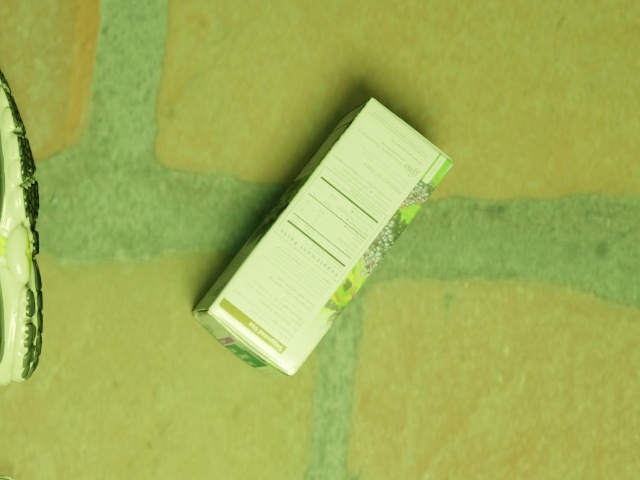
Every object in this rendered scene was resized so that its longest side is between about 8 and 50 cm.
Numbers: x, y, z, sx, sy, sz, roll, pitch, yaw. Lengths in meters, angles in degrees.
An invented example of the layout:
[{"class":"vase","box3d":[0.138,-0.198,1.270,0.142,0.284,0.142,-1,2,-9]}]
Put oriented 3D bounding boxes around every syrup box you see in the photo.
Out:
[{"class":"syrup box","box3d":[0.000,0.000,1.607,0.096,0.093,0.237,38,78,-7]}]

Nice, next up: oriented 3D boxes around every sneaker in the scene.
[{"class":"sneaker","box3d":[-0.295,-0.017,1.545,0.118,0.107,0.279,-3,83,-3]}]

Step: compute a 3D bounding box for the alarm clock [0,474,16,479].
[{"class":"alarm clock","box3d":[-0.317,0.267,1.529,0.192,0.064,0.129,-44,94,-10]}]
